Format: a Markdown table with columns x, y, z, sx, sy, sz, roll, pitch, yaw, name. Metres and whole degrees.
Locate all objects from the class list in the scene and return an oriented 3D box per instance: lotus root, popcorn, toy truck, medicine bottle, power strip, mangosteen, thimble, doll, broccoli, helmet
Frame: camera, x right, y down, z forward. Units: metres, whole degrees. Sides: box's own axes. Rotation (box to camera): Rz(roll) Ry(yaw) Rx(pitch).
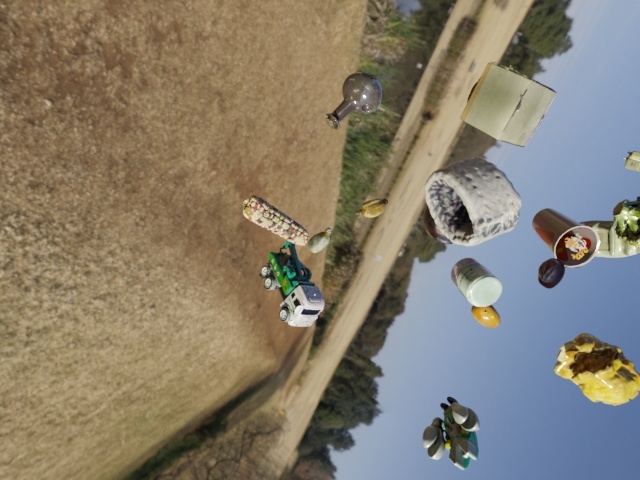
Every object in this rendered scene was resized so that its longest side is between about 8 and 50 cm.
| x | y | z | sx | sy | sz | roll | pitch | yaw | name |
| --- | --- | --- | --- | --- | --- | --- | --- | --- | --- |
| 0.210 | -0.129 | 2.104 | 0.151 | 0.072 | 0.063 | -20 | 165 | -21 | lotus root |
| 0.002 | 0.002 | 2.568 | 0.165 | 0.088 | 0.088 | -41 | 179 | 15 | lotus root |
| 0.859 | 0.390 | 1.602 | 0.191 | 0.253 | 0.190 | -31 | -159 | 52 | popcorn |
| -0.117 | 0.178 | 2.163 | 0.176 | 0.364 | 0.178 | 9 | 135 | -42 | toy truck |
| 0.572 | 0.152 | 1.914 | 0.135 | 0.135 | 0.168 | -64 | -161 | 17 | medicine bottle |
| 1.030 | -0.234 | 1.611 | 0.028 | 0.168 | 0.076 | -63 | 156 | -14 | power strip |
| 0.520 | -0.104 | 2.092 | 0.250 | 0.211 | 0.212 | -76 | -171 | -59 | mangosteen |
| 0.413 | -0.107 | 1.415 | 0.157 | 0.245 | 0.217 | -22 | 130 | -14 | thimble |
| 0.412 | 0.612 | 1.659 | 0.195 | 0.153 | 0.258 | -59 | -170 | -7 | doll |
| 0.740 | -0.048 | 1.197 | 0.131 | 0.120 | 0.130 | -72 | -171 | -47 | broccoli |
| 0.808 | 0.112 | 1.834 | 0.057 | 0.089 | 0.111 | 15 | 102 | -44 | helmet |

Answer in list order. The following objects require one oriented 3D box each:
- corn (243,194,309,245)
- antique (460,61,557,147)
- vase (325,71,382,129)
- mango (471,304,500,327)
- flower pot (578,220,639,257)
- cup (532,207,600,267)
| x | y | z | sx | sy | sz | roll | pitch | yaw | name |
| --- | --- | --- | --- | --- | --- | --- | --- | --- | --- |
| -0.160 | -0.072 | 1.892 | 0.092 | 0.280 | 0.092 | -42 | -149 | 33 | corn |
| 0.436 | -0.323 | 1.217 | 0.146 | 0.148 | 0.152 | 1 | 121 | -44 | antique |
| 0.085 | -0.381 | 1.431 | 0.183 | 0.120 | 0.120 | -44 | 169 | -14 | vase |
| 0.689 | 0.312 | 2.140 | 0.089 | 0.165 | 0.115 | -45 | -155 | 3 | mango |
| 1.284 | -0.013 | 2.350 | 0.367 | 0.253 | 0.165 | 2 | -81 | 57 | flower pot |
| 1.061 | -0.028 | 2.283 | 0.288 | 0.202 | 0.203 | -99 | -148 | -64 | cup |
